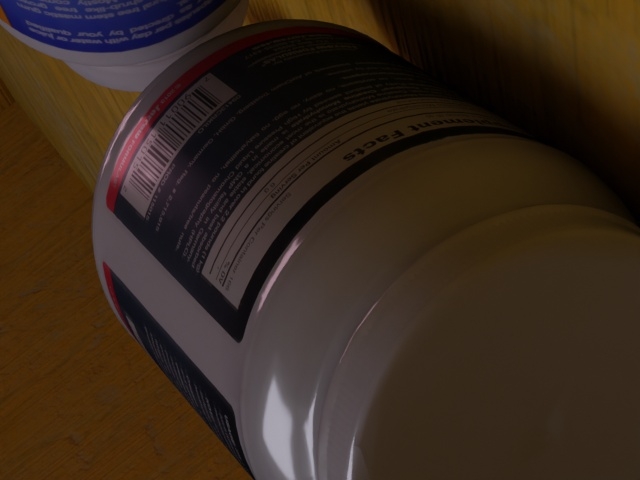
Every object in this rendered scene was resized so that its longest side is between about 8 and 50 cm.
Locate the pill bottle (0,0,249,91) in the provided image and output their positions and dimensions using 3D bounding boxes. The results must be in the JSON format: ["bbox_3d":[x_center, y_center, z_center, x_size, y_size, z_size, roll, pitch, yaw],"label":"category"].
[{"bbox_3d":[-0.103,-0.171,0.820,0.152,0.152,0.272,49,170,18],"label":"pill bottle"}]

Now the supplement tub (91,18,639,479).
[{"bbox_3d":[0.027,0.024,0.800,0.191,0.191,0.272,58,170,-33],"label":"supplement tub"}]
